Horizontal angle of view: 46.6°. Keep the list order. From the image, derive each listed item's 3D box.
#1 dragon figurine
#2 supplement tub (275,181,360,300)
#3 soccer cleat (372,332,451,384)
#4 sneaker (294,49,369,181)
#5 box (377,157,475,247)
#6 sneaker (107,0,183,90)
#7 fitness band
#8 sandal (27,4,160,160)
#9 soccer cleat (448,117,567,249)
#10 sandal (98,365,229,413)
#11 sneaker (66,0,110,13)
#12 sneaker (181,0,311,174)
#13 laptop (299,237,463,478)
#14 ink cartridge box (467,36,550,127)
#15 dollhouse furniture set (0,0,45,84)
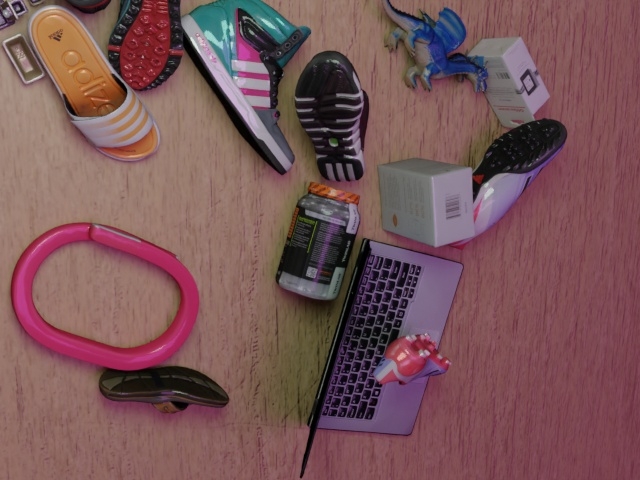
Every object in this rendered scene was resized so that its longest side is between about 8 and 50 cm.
[{"bbox_3d":[0.201,-0.368,1.340,0.144,0.085,0.289,-44,120,-14],"label":"dragon figurine"},{"bbox_3d":[0.000,0.000,1.295,0.117,0.117,0.190,13,96,-33],"label":"supplement tub"},{"bbox_3d":[0.166,0.220,1.346,0.095,0.083,0.248,-41,159,10],"label":"soccer cleat"},{"bbox_3d":[0.027,-0.237,1.222,0.281,0.107,0.162,82,15,-56],"label":"sneaker"},{"bbox_3d":[0.191,-0.074,1.358,0.091,0.170,0.130,-15,109,-26],"label":"box"},{"bbox_3d":[-0.239,-0.344,1.073,0.104,0.125,0.261,11,123,-16],"label":"sneaker"},{"bbox_3d":[-0.331,0.089,1.163,0.291,0.054,0.209,26,91,-32],"label":"fitness band"},{"bbox_3d":[-0.318,-0.199,1.045,0.102,0.076,0.265,-31,132,0],"label":"sandal"},{"bbox_3d":[0.351,-0.108,1.452,0.318,0.108,0.116,-42,135,10],"label":"soccer cleat"},{"bbox_3d":[-0.259,0.255,1.227,0.219,0.090,0.060,7,115,-33],"label":"sandal"},{"bbox_3d":[-0.354,-0.424,0.992,0.098,0.135,0.276,-27,92,-9],"label":"sneaker"},{"bbox_3d":[-0.080,-0.265,1.184,0.178,0.124,0.295,-36,117,-8],"label":"sneaker"},{"bbox_3d":[0.129,0.211,1.355,0.408,0.236,0.381,14,95,-33],"label":"laptop"},{"bbox_3d":[0.371,-0.305,1.447,0.060,0.104,0.180,-47,121,-15],"label":"ink cartridge box"},{"bbox_3d":[-0.393,-0.279,1.011,0.091,0.081,0.114,-33,117,-20],"label":"dollhouse furniture set"}]
